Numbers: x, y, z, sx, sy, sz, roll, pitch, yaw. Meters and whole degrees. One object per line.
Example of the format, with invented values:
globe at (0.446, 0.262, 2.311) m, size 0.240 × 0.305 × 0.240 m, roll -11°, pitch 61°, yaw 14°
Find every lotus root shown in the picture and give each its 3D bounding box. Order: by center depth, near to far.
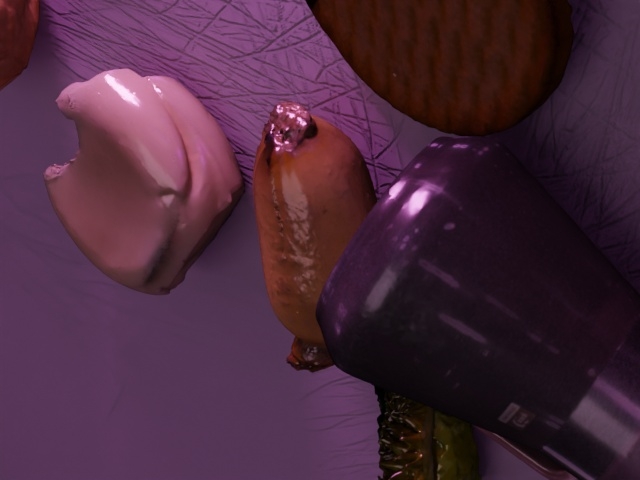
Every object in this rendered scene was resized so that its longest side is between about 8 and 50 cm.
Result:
lotus root at (0.002, -0.001, 1.293) m, size 0.130 × 0.146 × 0.303 m, roll -8°, pitch 117°, yaw -3°

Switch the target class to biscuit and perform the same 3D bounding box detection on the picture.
biscuit at (0.088, -0.233, 1.097) m, size 0.318 × 0.040 × 0.318 m, roll 37°, pitch 150°, yaw 26°

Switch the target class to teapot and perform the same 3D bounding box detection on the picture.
teapot at (0.184, 0.098, 1.134) m, size 0.344 × 0.253 × 0.300 m, roll 36°, pitch 149°, yaw 12°

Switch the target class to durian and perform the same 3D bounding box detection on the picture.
durian at (0.114, 0.242, 1.363) m, size 0.106 × 0.132 × 0.375 m, roll 26°, pitch 138°, yaw 43°

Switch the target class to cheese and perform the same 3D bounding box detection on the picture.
cheese at (-0.211, -0.069, 1.447) m, size 0.233 × 0.127 × 0.266 m, roll 48°, pitch 136°, yaw 7°

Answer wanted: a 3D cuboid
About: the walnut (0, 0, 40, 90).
walnut at (-0.471, -0.288, 1.444) m, size 0.313 × 0.252 × 0.277 m, roll 37°, pitch 136°, yaw 3°
